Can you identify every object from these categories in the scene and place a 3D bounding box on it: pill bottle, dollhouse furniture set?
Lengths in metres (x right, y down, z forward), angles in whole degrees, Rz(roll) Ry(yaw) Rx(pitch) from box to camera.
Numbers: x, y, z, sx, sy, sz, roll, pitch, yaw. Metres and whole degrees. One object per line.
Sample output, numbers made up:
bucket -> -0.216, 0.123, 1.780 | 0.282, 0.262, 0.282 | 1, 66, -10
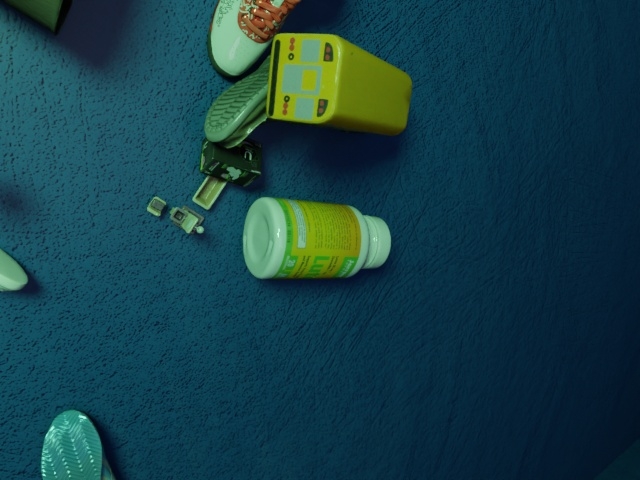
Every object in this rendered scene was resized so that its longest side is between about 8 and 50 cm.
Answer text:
pill bottle -> 0.000, 0.000, 0.810 | 0.246, 0.136, 0.136 | 2, 104, -33
dollhouse furniture set -> -0.192, -0.067, 0.702 | 0.091, 0.081, 0.114 | 36, 85, -35

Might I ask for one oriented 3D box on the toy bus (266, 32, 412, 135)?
toy bus -> 0.045, -0.222, 0.695 | 0.333, 0.130, 0.108 | -16, 116, -60

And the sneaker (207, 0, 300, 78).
sneaker -> -0.062, -0.359, 0.648 | 0.090, 0.145, 0.270 | 32, 88, -35

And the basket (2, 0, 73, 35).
basket -> -0.359, -0.361, 0.463 | 0.227, 0.154, 0.204 | 20, 77, -31

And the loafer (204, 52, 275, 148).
loafer -> -0.073, -0.217, 0.701 | 0.251, 0.094, 0.087 | -51, 134, -25

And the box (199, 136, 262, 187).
box -> -0.140, -0.130, 0.718 | 0.083, 0.052, 0.062 | 16, 62, -35

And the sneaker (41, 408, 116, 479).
sneaker -> -0.381, 0.381, 0.734 | 0.087, 0.092, 0.228 | -16, 94, -24

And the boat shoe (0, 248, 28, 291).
boat shoe -> -0.470, 0.020, 0.570 | 0.063, 0.066, 0.184 | -48, 126, 3
